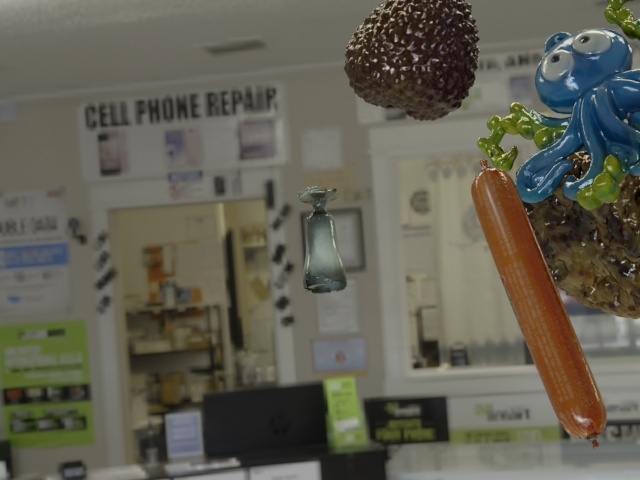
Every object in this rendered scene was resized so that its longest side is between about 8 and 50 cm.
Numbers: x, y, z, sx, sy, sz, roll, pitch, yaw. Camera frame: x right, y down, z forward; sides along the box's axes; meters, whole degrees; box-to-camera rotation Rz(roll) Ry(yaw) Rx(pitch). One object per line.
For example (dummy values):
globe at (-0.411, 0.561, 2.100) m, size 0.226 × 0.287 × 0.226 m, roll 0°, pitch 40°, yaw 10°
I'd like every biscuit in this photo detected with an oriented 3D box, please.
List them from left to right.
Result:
biscuit at (0.434, -0.006, 1.817) m, size 0.081 × 0.289 × 0.334 m, roll -32°, pitch 41°, yaw -30°

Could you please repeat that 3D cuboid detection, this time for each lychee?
lychee at (0.184, -0.365, 2.129) m, size 0.271 × 0.271 × 0.271 m, roll -5°, pitch -1°, yaw 0°

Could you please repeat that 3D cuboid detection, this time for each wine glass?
wine glass at (0.000, 0.000, 1.739) m, size 0.072 × 0.155 × 0.072 m, roll -4°, pitch -15°, yaw -1°

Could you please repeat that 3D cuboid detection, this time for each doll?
doll at (0.387, -0.201, 1.594) m, size 0.346 × 0.341 × 0.099 m, roll -38°, pitch -53°, yaw 12°

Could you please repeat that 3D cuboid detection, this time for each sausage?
sausage at (0.230, 0.060, 1.211) m, size 0.053 × 0.347 × 0.053 m, roll -14°, pitch -26°, yaw -7°
